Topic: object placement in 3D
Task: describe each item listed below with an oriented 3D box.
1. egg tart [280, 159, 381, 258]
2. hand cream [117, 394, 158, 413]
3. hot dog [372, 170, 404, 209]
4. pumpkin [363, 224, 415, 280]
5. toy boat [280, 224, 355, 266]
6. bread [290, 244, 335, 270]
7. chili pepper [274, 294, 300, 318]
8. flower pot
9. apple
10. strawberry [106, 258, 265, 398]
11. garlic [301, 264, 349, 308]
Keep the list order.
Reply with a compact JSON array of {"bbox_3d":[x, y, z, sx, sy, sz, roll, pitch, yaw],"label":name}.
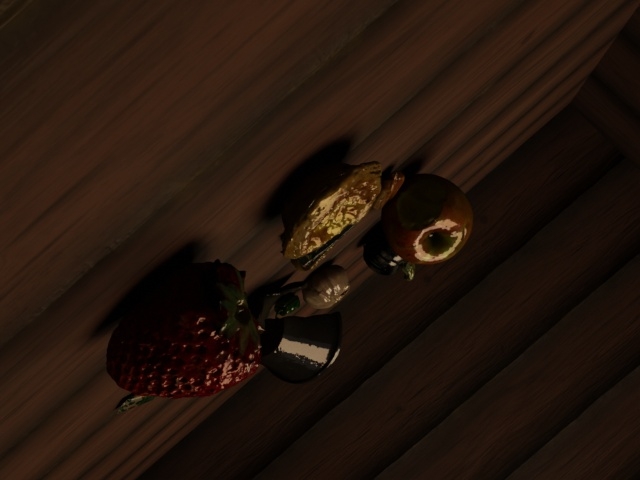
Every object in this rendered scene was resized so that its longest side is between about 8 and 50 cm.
[{"bbox_3d":[0.010,-0.092,1.444,0.341,0.132,0.341,-38,166,-11],"label":"egg tart"},{"bbox_3d":[-0.575,0.522,2.027,0.276,0.059,0.095,-20,155,-48],"label":"hand cream"},{"bbox_3d":[0.224,-0.174,1.972,0.092,0.062,0.235,-36,169,-22],"label":"hot dog"},{"bbox_3d":[0.346,0.045,2.623,0.296,0.296,0.296,-39,168,-10],"label":"pumpkin"},{"bbox_3d":[0.028,-0.054,1.673,0.296,0.114,0.122,-40,176,-3],"label":"toy boat"},{"bbox_3d":[0.001,0.000,1.846,0.269,0.087,0.098,-49,167,30],"label":"bread"},{"bbox_3d":[-0.133,0.271,2.427,0.100,0.074,0.257,-43,168,10],"label":"chili pepper"},{"bbox_3d":[-0.146,0.322,2.051,0.379,0.379,0.251,-45,150,18],"label":"flower pot"},{"bbox_3d":[0.383,-0.086,2.143,0.339,0.339,0.339,-39,168,-10],"label":"apple"},{"bbox_3d":[-0.287,0.206,1.300,0.310,0.291,0.292,-18,179,27],"label":"strawberry"},{"bbox_3d":[0.029,0.201,2.497,0.228,0.152,0.228,-33,170,-7],"label":"garlic"}]
